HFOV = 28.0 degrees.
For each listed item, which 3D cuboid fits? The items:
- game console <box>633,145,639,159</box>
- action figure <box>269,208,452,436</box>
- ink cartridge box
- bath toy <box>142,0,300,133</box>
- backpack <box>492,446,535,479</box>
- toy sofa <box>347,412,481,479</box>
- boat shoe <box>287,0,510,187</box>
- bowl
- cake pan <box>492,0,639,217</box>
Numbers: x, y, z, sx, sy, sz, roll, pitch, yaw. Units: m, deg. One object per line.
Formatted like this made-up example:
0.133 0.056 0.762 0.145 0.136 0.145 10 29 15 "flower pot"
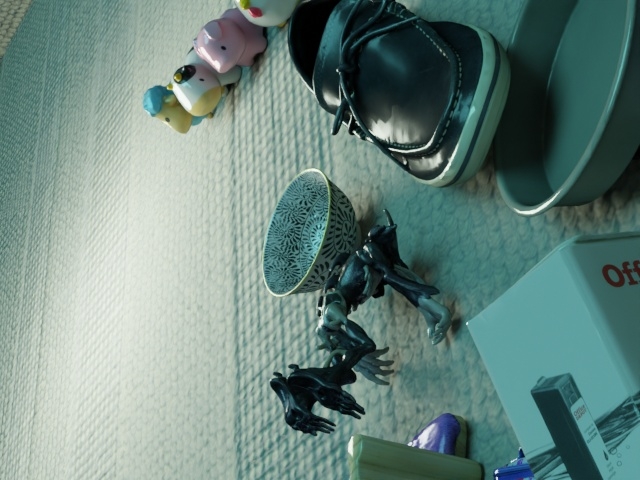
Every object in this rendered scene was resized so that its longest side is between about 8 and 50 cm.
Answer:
0.305 -0.160 1.129 0.124 0.085 0.144 -14 60 40 "game console"
0.054 0.094 1.421 0.276 0.141 0.164 -59 5 -39 "action figure"
0.245 0.135 0.848 0.114 0.197 0.273 -43 61 44 "ink cartridge box"
-0.164 -0.320 2.100 0.348 0.129 0.151 -46 36 41 "bath toy"
0.218 0.200 1.053 0.158 0.117 0.173 -19 55 57 "backpack"
0.007 0.312 1.351 0.362 0.150 0.177 -44 39 44 "toy sofa"
0.075 -0.192 1.481 0.500 0.156 0.187 -126 52 -64 "boat shoe"
0.000 0.000 1.636 0.170 0.080 0.170 -42 39 46 "bowl"
0.247 -0.161 1.223 0.293 0.054 0.293 -168 90 -76 "cake pan"
